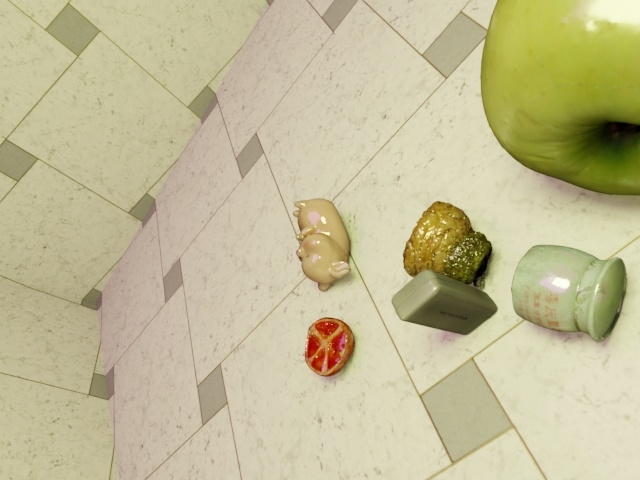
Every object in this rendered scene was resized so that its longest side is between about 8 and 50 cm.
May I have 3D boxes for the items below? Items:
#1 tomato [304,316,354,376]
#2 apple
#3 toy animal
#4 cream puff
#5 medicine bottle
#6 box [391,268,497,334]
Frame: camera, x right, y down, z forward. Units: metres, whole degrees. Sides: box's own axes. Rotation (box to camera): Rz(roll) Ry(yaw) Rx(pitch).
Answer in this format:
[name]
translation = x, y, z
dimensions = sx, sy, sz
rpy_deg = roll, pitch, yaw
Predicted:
[tomato]
translation = 0.031, 0.278, 1.189
dimensions = 0.155, 0.069, 0.155
rpy_deg = -25, 52, 37
[apple]
translation = 0.473, -0.302, 0.681
dimensions = 0.474, 0.474, 0.473
rpy_deg = -23, 56, 40
[toy animal]
translation = 0.005, 0.003, 1.287
dimensions = 0.166, 0.154, 0.250
rpy_deg = 98, 168, -71
[cream puff]
translation = 0.285, 0.027, 0.979
dimensions = 0.169, 0.183, 0.183
rpy_deg = 30, 96, 27
[medicine bottle]
translation = 0.424, 0.086, 0.782
dimensions = 0.143, 0.147, 0.147
rpy_deg = 16, 85, 48
[box]
translation = 0.244, 0.125, 0.887
dimensions = 0.103, 0.244, 0.055
rpy_deg = -47, 47, 23
